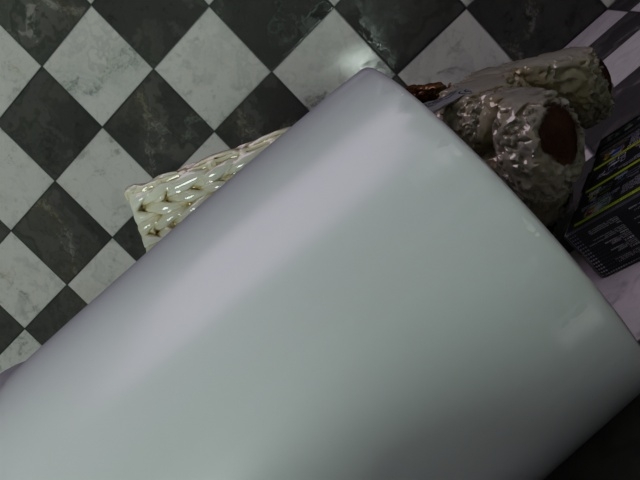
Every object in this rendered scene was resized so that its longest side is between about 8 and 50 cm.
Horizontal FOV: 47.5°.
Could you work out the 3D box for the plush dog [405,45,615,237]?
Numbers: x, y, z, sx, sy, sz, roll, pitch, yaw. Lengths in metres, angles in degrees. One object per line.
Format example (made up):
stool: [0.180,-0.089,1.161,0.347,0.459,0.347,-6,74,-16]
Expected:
plush dog: [0.204,-0.070,0.802,0.211,0.225,0.262,1,29,31]

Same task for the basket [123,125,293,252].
basket: [0.000,0.000,0.872,0.332,0.266,0.328,-18,5,10]

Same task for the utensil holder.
utensil holder: [-0.012,0.110,0.548,0.385,0.327,0.327,-42,6,6]

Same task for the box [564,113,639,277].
box: [0.372,-0.100,0.676,0.270,0.060,0.216,-39,9,43]
